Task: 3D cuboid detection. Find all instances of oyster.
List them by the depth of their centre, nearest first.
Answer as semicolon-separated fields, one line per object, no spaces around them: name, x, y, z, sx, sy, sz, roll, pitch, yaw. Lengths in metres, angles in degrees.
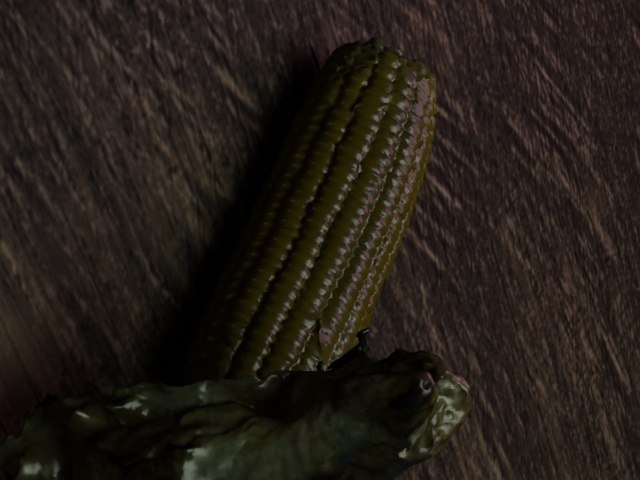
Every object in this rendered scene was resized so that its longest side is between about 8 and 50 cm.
oyster;-0.052;0.149;1.148;0.198;0.337;0.133;38;31;-59

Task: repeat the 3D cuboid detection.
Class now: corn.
corn;0.000;0.000;1.332;0.131;0.131;0.344;45;62;-46
